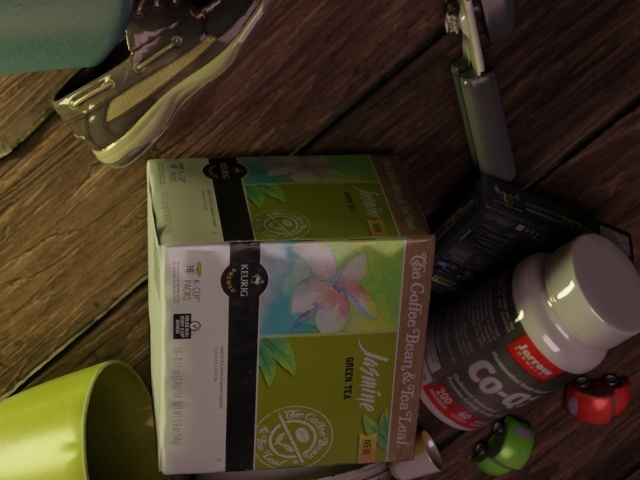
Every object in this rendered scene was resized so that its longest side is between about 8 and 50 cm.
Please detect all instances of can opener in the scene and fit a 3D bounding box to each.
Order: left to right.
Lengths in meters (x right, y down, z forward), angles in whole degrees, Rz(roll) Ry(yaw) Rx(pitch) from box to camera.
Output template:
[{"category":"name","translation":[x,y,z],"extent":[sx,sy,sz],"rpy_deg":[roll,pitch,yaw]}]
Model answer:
[{"category":"can opener","translation":[0.204,-0.198,1.884],"extent":[0.093,0.074,0.280],"rpy_deg":[-14,122,-4]}]

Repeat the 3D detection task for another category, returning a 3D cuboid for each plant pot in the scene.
[{"category":"plant pot","translation":[-0.315,-0.314,1.627],"extent":[0.247,0.248,0.252],"rpy_deg":[-6,137,-8]},{"category":"plant pot","translation":[-0.376,0.312,1.978],"extent":[0.293,0.275,0.275],"rpy_deg":[-11,123,14]}]

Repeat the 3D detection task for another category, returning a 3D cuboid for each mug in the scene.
[{"category":"mug","translation":[0.127,0.300,2.176],"extent":[0.064,0.078,0.062],"rpy_deg":[-27,154,15]}]

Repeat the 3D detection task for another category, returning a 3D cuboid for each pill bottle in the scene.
[{"category":"pill bottle","translation":[0.255,0.114,1.930],"extent":[0.161,0.161,0.283],"rpy_deg":[32,134,-25]}]

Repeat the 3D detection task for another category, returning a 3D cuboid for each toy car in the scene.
[{"category":"toy car","translation":[0.298,0.253,2.175],"extent":[0.239,0.053,0.225],"rpy_deg":[26,112,-23]}]

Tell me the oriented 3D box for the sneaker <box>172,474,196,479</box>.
[{"category":"sneaker","translation":[-0.161,0.264,2.103],"extent":[0.065,0.061,0.158],"rpy_deg":[0,125,-42]}]

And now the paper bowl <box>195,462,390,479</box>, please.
[{"category":"paper bowl","translation":[-0.050,0.325,2.035],"extent":[0.284,0.284,0.148],"rpy_deg":[-10,87,-5]}]

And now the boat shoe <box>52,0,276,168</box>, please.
[{"category":"boat shoe","translation":[-0.172,-0.237,1.756],"extent":[0.130,0.132,0.355],"rpy_deg":[34,107,-26]}]

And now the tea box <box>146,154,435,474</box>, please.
[{"category":"tea box","translation":[-0.046,0.087,1.900],"extent":[0.323,0.220,0.329],"rpy_deg":[-3,120,-9]}]

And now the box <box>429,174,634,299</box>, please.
[{"category":"box","translation":[0.255,0.022,1.994],"extent":[0.232,0.059,0.183],"rpy_deg":[20,137,-20]}]
